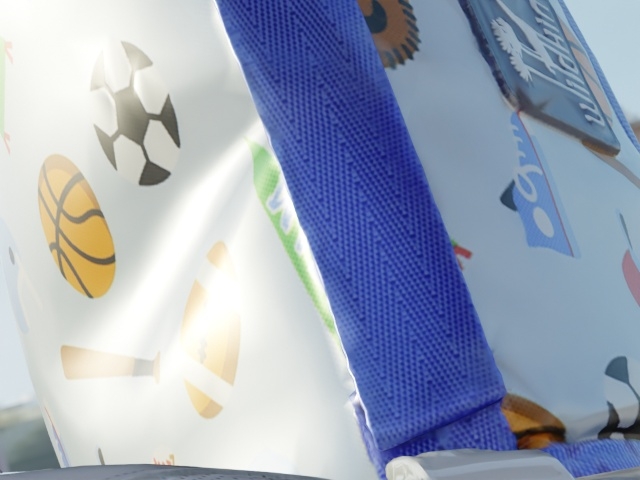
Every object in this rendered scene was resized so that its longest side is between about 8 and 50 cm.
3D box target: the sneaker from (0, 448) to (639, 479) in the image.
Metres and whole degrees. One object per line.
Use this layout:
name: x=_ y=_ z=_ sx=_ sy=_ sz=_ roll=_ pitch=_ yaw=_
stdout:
sneaker: x=0.086 y=0.077 z=0.431 sx=0.365 sy=0.137 sz=0.210 roll=19 pitch=-52 yaw=-36

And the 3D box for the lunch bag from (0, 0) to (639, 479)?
lunch bag: x=0.000 y=0.000 z=0.733 sx=0.238 sy=0.328 sz=0.385 roll=-19 pitch=-20 yaw=-7
